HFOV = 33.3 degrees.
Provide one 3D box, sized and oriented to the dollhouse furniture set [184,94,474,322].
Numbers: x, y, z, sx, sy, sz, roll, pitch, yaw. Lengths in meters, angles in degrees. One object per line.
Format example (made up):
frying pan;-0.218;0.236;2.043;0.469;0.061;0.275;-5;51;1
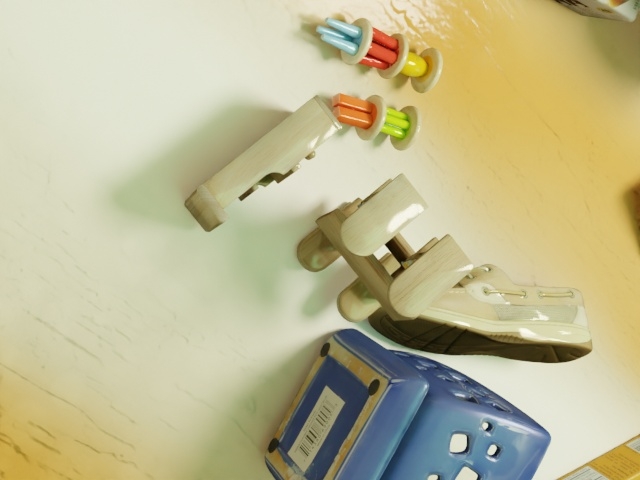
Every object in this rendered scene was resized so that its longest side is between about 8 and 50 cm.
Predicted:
dollhouse furniture set;0.000;0.000;1.115;0.161;0.212;0.242;-39;94;-14

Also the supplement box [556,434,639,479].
supplement box;0.421;0.359;1.542;0.233;0.080;0.078;-21;114;-19

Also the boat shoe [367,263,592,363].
boat shoe;0.197;0.084;1.320;0.302;0.109;0.098;9;66;-20

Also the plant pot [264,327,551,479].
plant pot;0.080;0.244;1.230;0.212;0.236;0.236;29;91;-26

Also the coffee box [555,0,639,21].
coffee box;0.266;-0.357;1.199;0.246;0.098;0.141;16;98;-32

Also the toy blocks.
toy blocks;0.050;-0.174;1.169;0.148;0.054;0.123;15;98;-32
